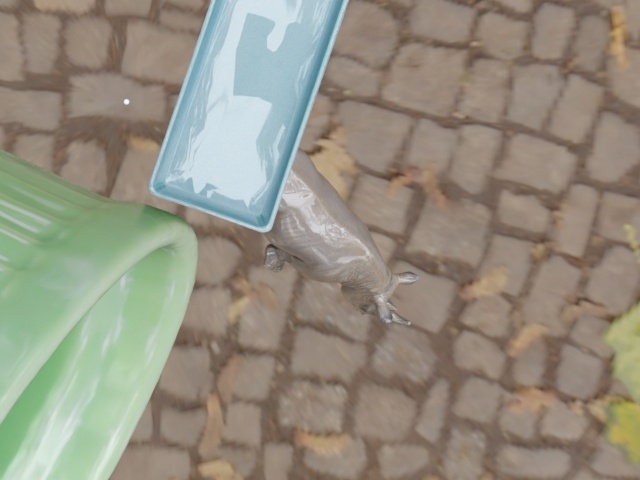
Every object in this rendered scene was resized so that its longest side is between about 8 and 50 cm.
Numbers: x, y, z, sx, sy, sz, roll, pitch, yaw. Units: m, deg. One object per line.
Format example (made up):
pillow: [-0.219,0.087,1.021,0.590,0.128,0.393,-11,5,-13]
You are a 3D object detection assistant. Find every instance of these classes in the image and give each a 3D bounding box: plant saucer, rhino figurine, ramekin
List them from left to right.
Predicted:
ramekin: [-0.192,0.089,0.749,0.148,0.303,0.303,29,91,6]
plant saucer: [-0.027,-0.104,0.903,0.067,0.018,0.192,19,90,-4]
rhino figurine: [0.000,0.000,1.530,0.243,0.106,0.073,46,61,-25]
